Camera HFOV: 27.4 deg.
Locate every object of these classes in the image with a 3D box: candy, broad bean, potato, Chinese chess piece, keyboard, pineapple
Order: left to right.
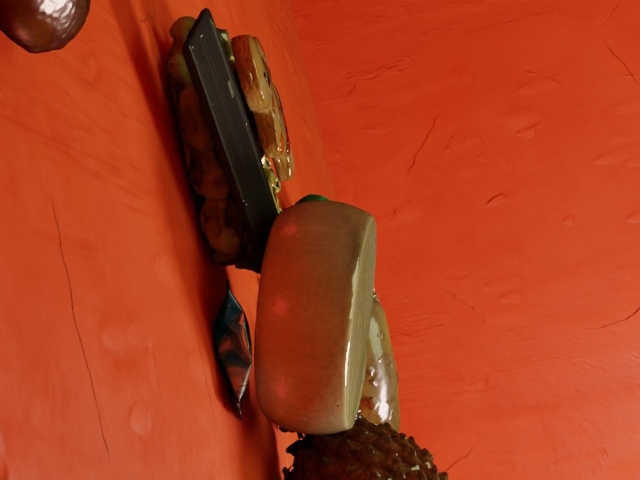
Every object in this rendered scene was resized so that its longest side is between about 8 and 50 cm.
[{"bbox_3d":[-0.185,-0.187,0.816,0.165,0.084,0.114,80,17,-47],"label":"broad bean"},{"bbox_3d":[-0.095,-0.142,1.318,0.103,0.041,0.381,-76,159,-55],"label":"keyboard"},{"bbox_3d":[-0.088,0.111,1.324,0.088,0.038,0.136,117,-32,-77],"label":"candy"},{"bbox_3d":[-0.002,0.082,1.404,0.250,0.101,0.250,5,90,-82],"label":"Chinese chess piece"},{"bbox_3d":[0.038,0.187,1.900,0.191,0.141,0.296,-162,-124,-77],"label":"potato"},{"bbox_3d":[0.040,0.270,1.495,0.362,0.202,0.202,-115,-175,-51],"label":"pineapple"}]

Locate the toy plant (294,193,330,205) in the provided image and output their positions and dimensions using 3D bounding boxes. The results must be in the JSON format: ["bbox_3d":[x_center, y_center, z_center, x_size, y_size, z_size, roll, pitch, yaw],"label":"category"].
[{"bbox_3d":[0.000,0.000,2.215,0.200,0.105,0.143,32,55,-58],"label":"toy plant"}]

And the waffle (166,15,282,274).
[{"bbox_3d":[-0.104,-0.099,1.497,0.317,0.073,0.297,38,39,-78],"label":"waffle"}]

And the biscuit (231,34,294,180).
[{"bbox_3d":[-0.064,-0.160,1.509,0.234,0.030,0.153,68,6,-67],"label":"biscuit"}]
